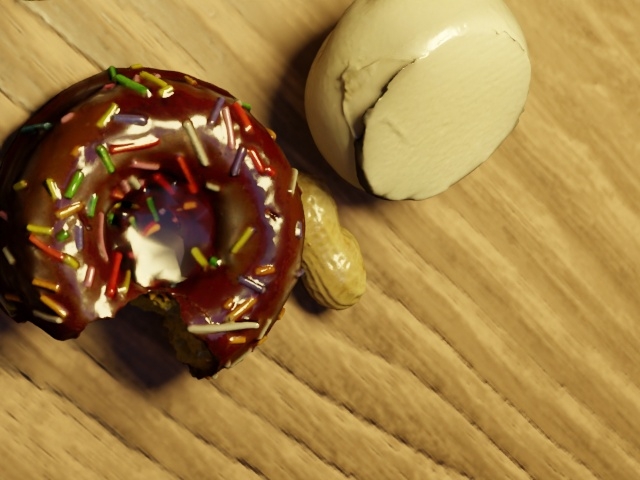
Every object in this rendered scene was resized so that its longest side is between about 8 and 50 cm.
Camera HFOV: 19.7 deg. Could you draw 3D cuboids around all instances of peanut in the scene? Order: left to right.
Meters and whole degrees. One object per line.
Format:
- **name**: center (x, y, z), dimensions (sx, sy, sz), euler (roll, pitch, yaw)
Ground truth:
- **peanut**: center (0.000, 0.000, 1.370), dimensions (0.054, 0.054, 0.113), euler (-29, 108, -19)

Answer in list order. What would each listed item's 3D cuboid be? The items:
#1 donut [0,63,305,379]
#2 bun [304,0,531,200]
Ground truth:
- **donut**: center (-0.109, -0.013, 1.273), dimensions (0.230, 0.096, 0.216), euler (30, 82, -17)
- **bun**: center (0.063, -0.121, 1.337), dimensions (0.172, 0.120, 0.173), euler (-24, 141, -22)
